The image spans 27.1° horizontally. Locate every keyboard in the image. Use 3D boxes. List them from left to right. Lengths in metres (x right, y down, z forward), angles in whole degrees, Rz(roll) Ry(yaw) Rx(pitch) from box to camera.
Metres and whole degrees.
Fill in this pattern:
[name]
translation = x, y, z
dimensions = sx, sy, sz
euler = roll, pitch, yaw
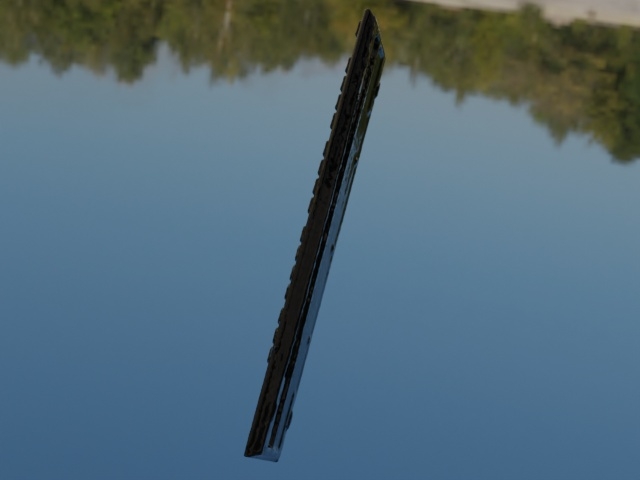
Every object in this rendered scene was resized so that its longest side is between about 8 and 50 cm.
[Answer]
[keyboard]
translation = 0.000, 0.000, 0.585
dimensions = 0.010, 0.198, 0.063
euler = 13, 171, 10
